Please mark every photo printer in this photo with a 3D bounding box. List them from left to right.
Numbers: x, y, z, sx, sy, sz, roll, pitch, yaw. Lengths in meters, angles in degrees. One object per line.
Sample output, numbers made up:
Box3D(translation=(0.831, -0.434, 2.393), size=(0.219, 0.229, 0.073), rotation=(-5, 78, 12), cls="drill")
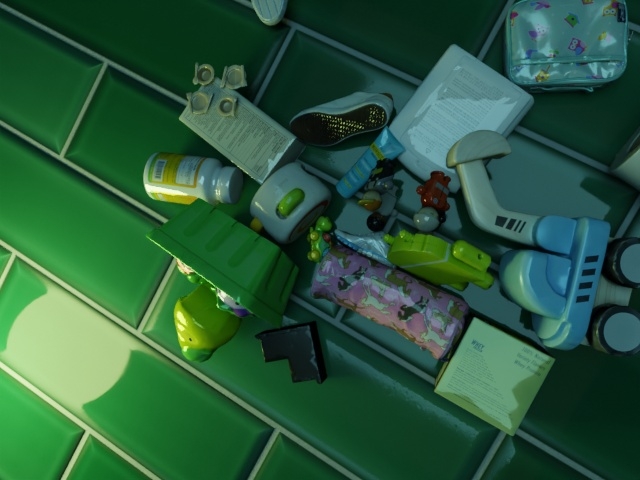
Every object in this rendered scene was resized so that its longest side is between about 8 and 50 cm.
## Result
Box3D(translation=(0.330, -0.290, 1.270), size=(0.256, 0.107, 0.308), rotation=(39, 97, 12), cls="photo printer")

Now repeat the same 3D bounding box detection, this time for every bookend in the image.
Box3D(translation=(-0.077, 0.310, 1.362), size=(0.156, 0.072, 0.157), rotation=(-14, 86, 13), cls="bookend")

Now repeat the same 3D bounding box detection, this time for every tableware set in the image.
Box3D(translation=(-0.276, -0.399, 1.345), size=(0.168, 0.020, 0.141), rotation=(8, 88, 12), cls="tableware set")

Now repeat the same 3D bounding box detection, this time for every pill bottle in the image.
Box3D(translation=(-0.345, -0.165, 1.406), size=(0.245, 0.136, 0.137), rotation=(9, 90, 13), cls="pill bottle")

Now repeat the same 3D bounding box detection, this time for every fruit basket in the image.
Box3D(translation=(-0.279, 0.132, 1.308), size=(0.391, 0.283, 0.392), rotation=(-7, 66, 15), cls="fruit basket")

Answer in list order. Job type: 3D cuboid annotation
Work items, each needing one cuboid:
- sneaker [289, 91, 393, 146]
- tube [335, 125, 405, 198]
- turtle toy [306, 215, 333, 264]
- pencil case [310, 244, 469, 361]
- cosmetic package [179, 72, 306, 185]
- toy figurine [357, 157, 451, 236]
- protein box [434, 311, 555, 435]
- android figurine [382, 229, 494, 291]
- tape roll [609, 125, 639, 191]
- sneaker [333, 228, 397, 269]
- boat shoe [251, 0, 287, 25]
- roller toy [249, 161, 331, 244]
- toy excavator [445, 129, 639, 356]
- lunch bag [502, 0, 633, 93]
Box3D(translation=(0.061, -0.328, 1.354), size=(0.290, 0.123, 0.106), rotation=(-2, 126, 28), cls="sneaker")
Box3D(translation=(0.124, -0.192, 1.304), size=(0.207, 0.052, 0.080), rotation=(-44, 76, 31), cls="tube")
Box3D(translation=(0.000, 0.000, 1.352), size=(0.066, 0.095, 0.130), rotation=(-1, 87, -7), cls="turtle toy")
Box3D(translation=(0.164, 0.146, 1.261), size=(0.386, 0.160, 0.167), rotation=(26, 106, 14), cls="pencil case")
Box3D(translation=(-0.212, -0.296, 1.392), size=(0.309, 0.113, 0.160), rotation=(40, 96, 10), cls="cosmetic package")
Box3D(translation=(0.204, -0.081, 1.237), size=(0.209, 0.213, 0.148), rotation=(18, 75, 13), cls="toy figurine")
Box3D(translation=(0.408, 0.309, 1.218), size=(0.199, 0.136, 0.201), rotation=(27, 95, 13), cls="protein box")
Box3D(translation=(0.271, 0.047, 1.201), size=(0.272, 0.248, 0.056), rotation=(27, 70, -21), cls="android figurine")
Box3D(translation=(0.782, -0.199, 1.094), size=(0.169, 0.246, 0.246), rotation=(38, 96, 12), cls="tape roll")
Box3D(translation=(0.126, 0.005, 1.334), size=(0.190, 0.071, 0.083), rotation=(26, 87, 5), cls="sneaker")
Box3D(translation=(-0.135, -0.732, 1.396), size=(0.109, 0.094, 0.303), rotation=(-8, 85, 19), cls="boat shoe")
Box3D(translation=(-0.082, -0.098, 1.317), size=(0.146, 0.191, 0.209), rotation=(44, 136, 10), cls="roller toy")
Box3D(translation=(0.472, 0.006, 1.124), size=(0.444, 0.222, 0.433), rotation=(12, 90, -1), cls="toy excavator")
Box3D(translation=(0.584, -0.464, 1.216), size=(0.279, 0.108, 0.224), rotation=(0, 88, 13), cls="lunch bag")
